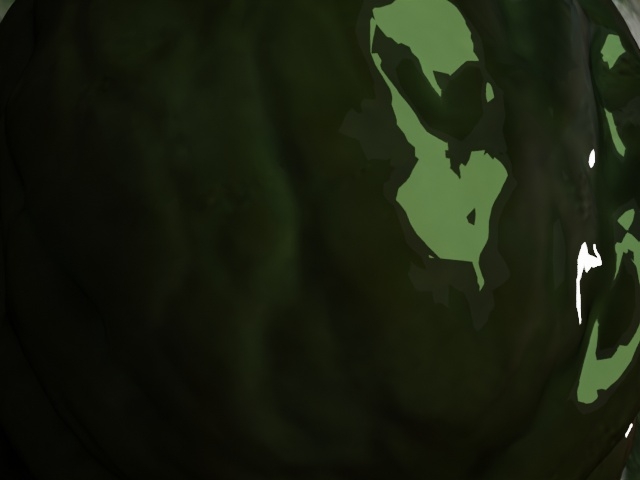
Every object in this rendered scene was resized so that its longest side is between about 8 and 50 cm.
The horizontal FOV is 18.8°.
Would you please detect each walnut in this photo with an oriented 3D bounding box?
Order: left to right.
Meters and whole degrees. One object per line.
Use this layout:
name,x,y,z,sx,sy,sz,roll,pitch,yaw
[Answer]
walnut,0.000,0.000,0.539,0.224,0.224,0.224,40,34,-34
